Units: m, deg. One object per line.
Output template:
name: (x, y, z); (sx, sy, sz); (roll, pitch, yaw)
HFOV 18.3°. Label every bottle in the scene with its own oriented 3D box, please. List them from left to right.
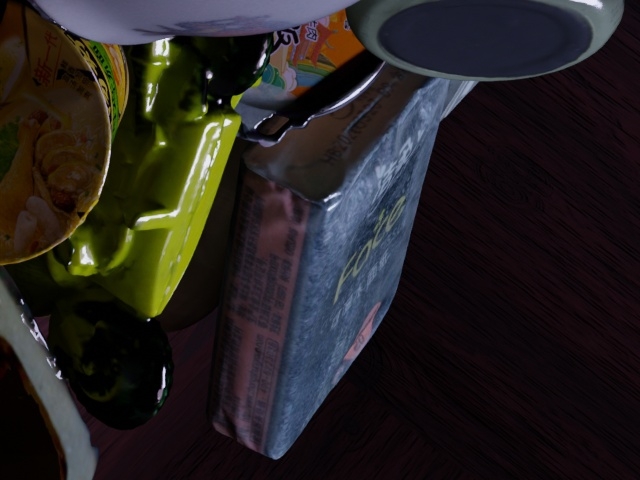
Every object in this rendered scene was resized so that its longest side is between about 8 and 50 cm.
bottle: (0.095, -0.281, 1.216); (0.168, 0.168, 0.347); (109, -18, -72)

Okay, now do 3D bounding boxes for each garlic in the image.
garlic: (-0.114, -0.075, 1.717); (0.338, 0.151, 0.196); (-61, -160, 7)

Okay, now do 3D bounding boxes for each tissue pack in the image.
tissue pack: (0.000, 0.000, 1.640); (0.228, 0.103, 0.316); (-53, 162, -42)

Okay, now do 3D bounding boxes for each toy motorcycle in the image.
toy motorcycle: (-0.136, -0.058, 1.298); (0.142, 0.206, 0.342); (-21, 136, -55)

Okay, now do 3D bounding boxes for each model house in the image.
model house: (-0.290, 0.171, 1.303); (0.173, 0.239, 0.268); (49, 50, -42)

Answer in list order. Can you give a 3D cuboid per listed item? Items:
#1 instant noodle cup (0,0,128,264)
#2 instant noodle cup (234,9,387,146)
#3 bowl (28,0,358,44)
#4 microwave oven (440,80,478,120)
instant noodle cup: (-0.173, -0.077, 1.087); (0.151, 0.151, 0.122); (-55, -176, 24)
instant noodle cup: (-0.035, -0.173, 1.484); (0.208, 0.177, 0.125); (-65, -172, -4)
bowl: (0.007, -0.226, 0.971); (0.345, 0.157, 0.345); (-45, 151, -34)
microwave oven: (0.072, -0.225, 1.702); (0.162, 0.208, 0.122); (-46, 171, -45)
